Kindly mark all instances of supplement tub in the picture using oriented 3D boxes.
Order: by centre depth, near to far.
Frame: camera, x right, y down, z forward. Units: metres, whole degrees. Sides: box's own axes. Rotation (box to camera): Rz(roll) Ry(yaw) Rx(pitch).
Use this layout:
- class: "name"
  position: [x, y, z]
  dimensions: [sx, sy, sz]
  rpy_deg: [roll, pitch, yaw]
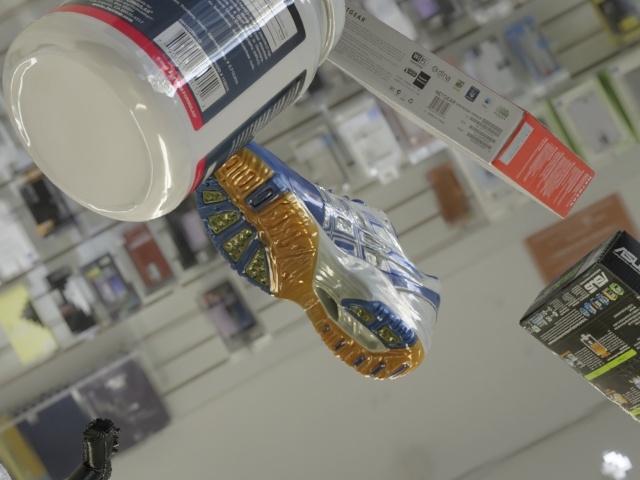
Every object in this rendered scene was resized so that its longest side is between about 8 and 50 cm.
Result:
- class: "supplement tub"
  position: [-0.120, -0.160, 1.269]
  dimensions: [0.191, 0.191, 0.272]
  rpy_deg: [-23, -163, 49]

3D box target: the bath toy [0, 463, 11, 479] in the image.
- class: "bath toy"
  position: [-0.514, 0.285, 1.716]
  dimensions: [0.348, 0.151, 0.129]
  rpy_deg: [14, -141, 28]

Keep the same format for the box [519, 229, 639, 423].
- class: "box"
  position: [0.272, 0.089, 1.213]
  dimensions: [0.045, 0.184, 0.190]
  rpy_deg: [-52, 178, -21]

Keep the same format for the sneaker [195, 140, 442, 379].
- class: "sneaker"
  position: [0.000, 0.000, 1.432]
  dimensions: [0.112, 0.296, 0.131]
  rpy_deg: [-28, -159, 40]

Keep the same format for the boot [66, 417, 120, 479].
- class: "boot"
  position: [-0.340, 0.323, 2.153]
  dimensions: [0.045, 0.099, 0.121]
  rpy_deg: [22, -148, 21]

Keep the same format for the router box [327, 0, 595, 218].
- class: "router box"
  position: [0.179, -0.179, 2.000]
  dimensions: [0.082, 0.335, 0.301]
  rpy_deg: [-56, 151, 5]
